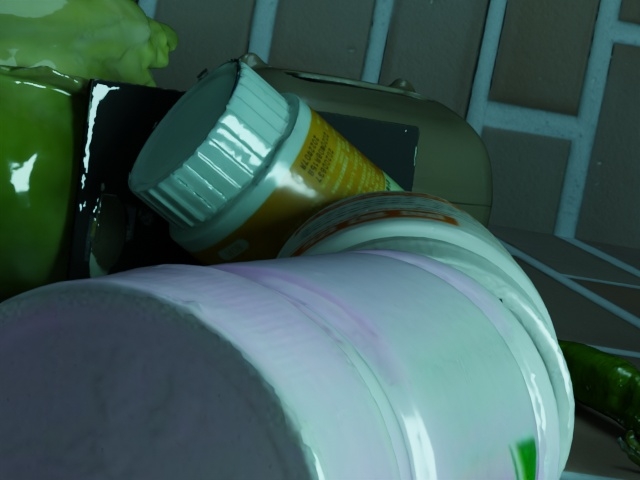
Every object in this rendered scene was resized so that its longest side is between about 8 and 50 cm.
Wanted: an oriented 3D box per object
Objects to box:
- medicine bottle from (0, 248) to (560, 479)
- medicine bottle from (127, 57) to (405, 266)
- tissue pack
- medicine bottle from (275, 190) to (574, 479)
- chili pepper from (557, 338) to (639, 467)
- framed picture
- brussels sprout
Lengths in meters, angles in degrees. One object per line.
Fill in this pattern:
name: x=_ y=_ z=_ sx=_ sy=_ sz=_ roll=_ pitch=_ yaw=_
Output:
medicine bottle: x=-0.025 y=0.112 z=0.837 sx=0.212 sy=0.212 sz=0.325 roll=13 pitch=7 yaw=21
medicine bottle: x=0.000 y=0.000 z=1.466 sx=0.318 sy=0.158 sz=0.158 roll=40 pitch=-4 yaw=-21
tissue pack: x=0.020 y=-0.076 z=2.218 sx=0.387 sy=0.277 sz=0.267 roll=5 pitch=11 yaw=-32
medicine bottle: x=0.054 y=0.082 z=1.202 sx=0.211 sy=0.211 sz=0.371 roll=10 pitch=6 yaw=-1
chili pepper: x=0.265 y=0.143 z=1.648 sx=0.085 sy=0.076 sz=0.359 roll=35 pitch=0 yaw=-15
framed picture: x=-0.064 y=0.000 z=1.532 sx=0.324 sy=0.244 sz=0.013 roll=7 pitch=0 yaw=-28
brussels sprout: x=-0.339 y=-0.111 z=1.611 sx=0.361 sy=0.342 sz=0.425 roll=15 pitch=6 yaw=-42
